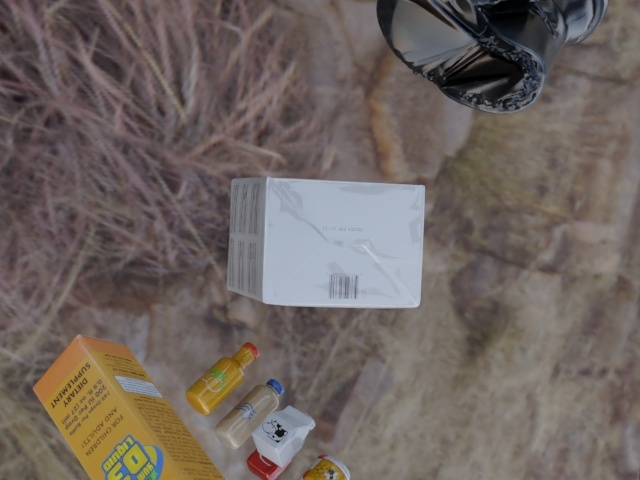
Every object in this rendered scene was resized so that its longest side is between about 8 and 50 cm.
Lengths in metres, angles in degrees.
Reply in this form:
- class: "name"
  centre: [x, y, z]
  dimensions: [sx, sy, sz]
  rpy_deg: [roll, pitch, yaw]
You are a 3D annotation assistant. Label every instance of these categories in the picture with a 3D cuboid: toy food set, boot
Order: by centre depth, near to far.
- class: "boot"
  centre: [0.093, -0.210, 0.853]
  dimensions: [0.094, 0.246, 0.207]
  rpy_deg: [-51, 174, 36]
- class: "toy food set"
  centre: [-0.040, 0.223, 1.378]
  dimensions: [0.104, 0.232, 0.111]
  rpy_deg: [-44, 141, -27]

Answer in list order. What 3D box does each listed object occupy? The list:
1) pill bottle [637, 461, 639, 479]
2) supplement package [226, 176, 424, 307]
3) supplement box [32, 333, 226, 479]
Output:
- class: "pill bottle"
  centre: [0.433, 0.324, 1.272]
  dimensions: [0.181, 0.181, 0.323]
  rpy_deg: [-25, 126, -45]
- class: "supplement package"
  centre: [0.000, 0.000, 1.415]
  dimensions: [0.194, 0.203, 0.149]
  rpy_deg: [3, 91, -16]
- class: "supplement box"
  centre: [-0.164, 0.193, 1.053]
  dimensions: [0.078, 0.233, 0.080]
  rpy_deg: [-49, 151, 8]
